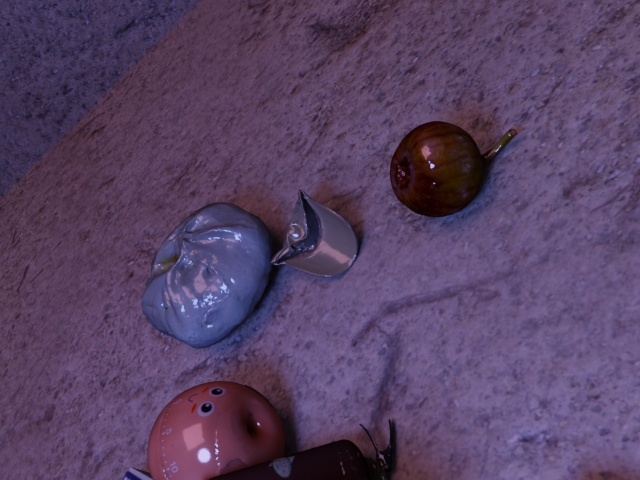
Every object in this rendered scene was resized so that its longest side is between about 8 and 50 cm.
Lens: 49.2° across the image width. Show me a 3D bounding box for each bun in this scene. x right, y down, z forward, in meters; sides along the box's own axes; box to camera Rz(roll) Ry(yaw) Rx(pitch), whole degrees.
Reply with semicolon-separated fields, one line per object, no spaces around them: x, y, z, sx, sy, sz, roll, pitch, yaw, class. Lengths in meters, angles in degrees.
-0.259;0.061;1.545;0.354;0.194;0.354;-33;41;33;bun

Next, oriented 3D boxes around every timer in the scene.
-0.183;0.364;1.238;0.215;0.230;0.229;-28;46;28;timer

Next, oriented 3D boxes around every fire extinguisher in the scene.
-0.032;0.382;1.097;0.337;0.114;0.135;-13;59;-8;fire extinguisher

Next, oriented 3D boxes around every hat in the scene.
0.000;0.000;1.461;0.173;0.144;0.166;24;98;7;hat

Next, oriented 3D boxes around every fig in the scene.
0.235;-0.128;1.262;0.175;0.207;0.175;21;114;58;fig

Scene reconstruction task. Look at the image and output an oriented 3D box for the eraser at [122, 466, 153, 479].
-0.381;0.605;1.377;0.124;0.081;0.279;4;66;47;eraser
